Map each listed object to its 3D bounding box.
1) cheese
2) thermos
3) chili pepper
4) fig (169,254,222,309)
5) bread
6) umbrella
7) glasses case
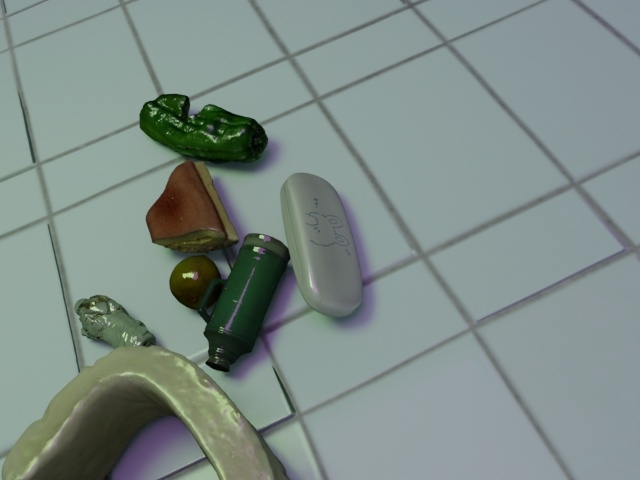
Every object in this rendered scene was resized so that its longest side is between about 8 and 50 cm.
[{"bbox_3d":[-0.193,0.291,0.653,0.292,0.153,0.332,-32,57,-11],"label":"cheese"},{"bbox_3d":[-0.105,0.084,0.813,0.073,0.083,0.187,6,59,26],"label":"thermos"},{"bbox_3d":[-0.204,-0.182,1.004,0.254,0.083,0.099,21,63,27],"label":"chili pepper"},{"bbox_3d":[-0.175,0.054,0.853,0.074,0.073,0.088,-7,37,6],"label":"fig"},{"bbox_3d":[-0.199,-0.036,0.903,0.119,0.067,0.192,-34,47,8],"label":"bread"},{"bbox_3d":[-0.292,0.121,0.842,0.144,0.062,0.067,25,96,23],"label":"umbrella"},{"bbox_3d":[0.000,0.000,0.843,0.092,0.059,0.233,12,50,-31],"label":"glasses case"}]
